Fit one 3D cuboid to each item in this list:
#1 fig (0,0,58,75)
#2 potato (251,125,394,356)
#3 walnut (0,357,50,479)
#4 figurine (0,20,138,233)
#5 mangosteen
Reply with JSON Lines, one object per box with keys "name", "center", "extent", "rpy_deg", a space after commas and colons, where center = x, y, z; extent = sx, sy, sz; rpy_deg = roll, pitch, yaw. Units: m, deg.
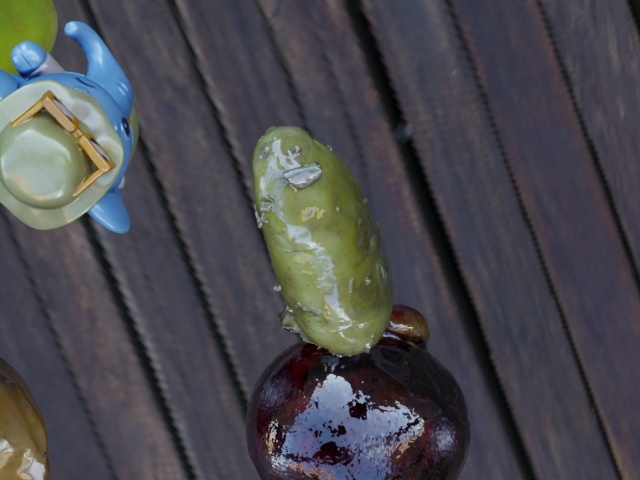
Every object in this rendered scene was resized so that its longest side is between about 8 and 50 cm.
{"name": "fig", "center": [-0.470, -0.240, 1.907], "extent": [0.258, 0.326, 0.258], "rpy_deg": [35, 136, 42]}
{"name": "potato", "center": [0.000, 0.000, 1.232], "extent": [0.090, 0.117, 0.225], "rpy_deg": [-14, 135, 8]}
{"name": "walnut", "center": [-0.257, 0.104, 0.921], "extent": [0.245, 0.137, 0.137], "rpy_deg": [16, 109, 20]}
{"name": "figurine", "center": [-0.253, -0.110, 1.561], "extent": [0.154, 0.262, 0.180], "rpy_deg": [-13, 118, -1]}
{"name": "mangosteen", "center": [0.039, 0.158, 1.585], "extent": [0.228, 0.228, 0.265], "rpy_deg": [2, 88, 13]}
